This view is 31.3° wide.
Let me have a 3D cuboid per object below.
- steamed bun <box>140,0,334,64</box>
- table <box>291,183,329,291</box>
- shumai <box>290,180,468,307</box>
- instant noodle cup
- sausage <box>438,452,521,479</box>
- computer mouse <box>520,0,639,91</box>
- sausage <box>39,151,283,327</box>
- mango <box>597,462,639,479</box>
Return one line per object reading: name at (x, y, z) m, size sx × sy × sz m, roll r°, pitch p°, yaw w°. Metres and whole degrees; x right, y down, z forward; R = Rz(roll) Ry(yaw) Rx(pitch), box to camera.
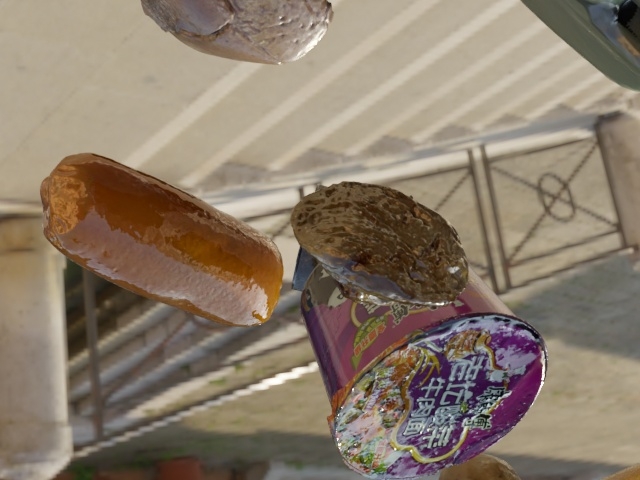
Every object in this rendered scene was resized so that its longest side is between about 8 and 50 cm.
steamed bun at (-0.141, -0.344, 1.450) m, size 0.199 × 0.251 × 0.301 m, roll -40°, pitch 113°, yaw 0°
table at (0.000, 0.000, 1.394) m, size 0.043 × 0.133 × 0.133 m, roll 14°, pitch 156°, yaw 1°
shumai at (0.048, 0.019, 0.906) m, size 0.139 × 0.123 × 0.105 m, roll 2°, pitch 127°, yaw 6°
instant noodle cup at (0.097, 0.112, 1.267) m, size 0.251 × 0.190 × 0.251 m, roll -14°, pitch 134°, yaw -15°
sausage at (0.288, 0.501, 1.468) m, size 0.136 × 0.500 × 0.123 m, roll -30°, pitch 155°, yaw 3°
computer mouse at (0.133, -0.286, 0.739) m, size 0.146 × 0.428 × 0.228 m, roll -18°, pitch 163°, yaw -7°
sausage at (-0.130, 0.004, 0.955) m, size 0.098 × 0.098 × 0.238 m, roll -27°, pitch 140°, yaw 37°
mango at (0.361, 0.306, 1.277) m, size 0.228 × 0.109 × 0.147 m, roll -9°, pitch 143°, yaw 8°
